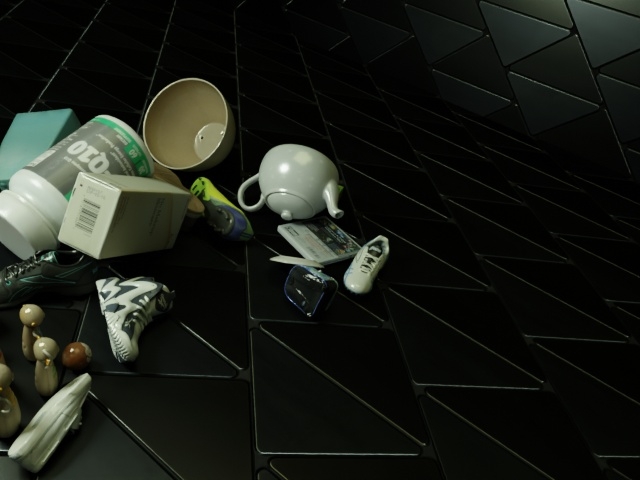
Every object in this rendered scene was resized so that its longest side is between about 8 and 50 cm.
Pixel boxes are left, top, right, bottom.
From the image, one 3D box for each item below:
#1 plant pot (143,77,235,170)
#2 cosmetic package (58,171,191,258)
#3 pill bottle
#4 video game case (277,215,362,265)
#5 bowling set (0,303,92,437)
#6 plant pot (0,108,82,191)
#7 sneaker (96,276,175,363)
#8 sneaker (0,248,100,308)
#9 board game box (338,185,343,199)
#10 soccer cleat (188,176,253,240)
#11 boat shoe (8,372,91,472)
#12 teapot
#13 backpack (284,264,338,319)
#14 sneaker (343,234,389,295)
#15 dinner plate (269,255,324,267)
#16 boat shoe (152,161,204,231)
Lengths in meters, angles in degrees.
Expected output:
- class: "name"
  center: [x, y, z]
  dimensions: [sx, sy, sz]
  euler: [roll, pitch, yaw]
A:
- class: "plant pot"
  center: [-0.380, -0.337, 1.805]
  dimensions: [0.284, 0.284, 0.191]
  euler: [27, 0, 19]
- class: "cosmetic package"
  center: [-0.438, -0.060, 1.325]
  dimensions: [0.113, 0.160, 0.309]
  euler: [24, 10, 13]
- class: "pill bottle"
  center: [-0.588, -0.122, 1.361]
  dimensions: [0.204, 0.204, 0.361]
  euler: [26, 54, 17]
- class: "video game case"
  center: [0.000, 0.000, 1.629]
  dimensions: [0.173, 0.022, 0.190]
  euler: [-14, 41, -35]
- class: "bowling set"
  center: [-0.524, 0.184, 1.035]
  dimensions: [0.200, 0.154, 0.287]
  euler: [-17, 45, -38]
- class: "plant pot"
  center: [-0.726, -0.199, 1.500]
  dimensions: [0.165, 0.165, 0.234]
  euler: [-3, 49, 10]
- class: "sneaker"
  center: [-0.370, 0.149, 1.199]
  dimensions: [0.153, 0.094, 0.235]
  euler: [-14, 31, -23]
- class: "sneaker"
  center: [-0.613, 0.067, 1.223]
  dimensions: [0.267, 0.106, 0.101]
  euler: [-10, 42, -30]
- class: "board game box"
  center: [-0.027, -0.165, 1.844]
  dimensions: [0.181, 0.043, 0.092]
  euler: [19, 34, 9]
- class: "soccer cleat"
  center: [-0.284, -0.083, 1.611]
  dimensions: [0.121, 0.093, 0.289]
  euler: [26, 13, -45]
- class: "boat shoe"
  center: [-0.440, 0.306, 0.974]
  dimensions: [0.063, 0.066, 0.184]
  euler: [55, 25, -19]
- class: "teapot"
  center: [-0.080, -0.144, 1.665]
  dimensions: [0.252, 0.256, 0.187]
  euler: [26, 65, -19]
- class: "backpack"
  center: [-0.023, 0.117, 1.377]
  dimensions: [0.114, 0.105, 0.084]
  euler: [34, 15, 31]
- class: "sneaker"
  center: [0.124, 0.063, 1.525]
  dimensions: [0.085, 0.086, 0.237]
  euler: [22, 35, 9]
- class: "dinner plate"
  center: [-0.058, 0.052, 1.464]
  dimensions: [0.141, 0.017, 0.141]
  euler: [9, -2, 0]
- class: "boat shoe"
  center: [-0.429, -0.128, 1.592]
  dimensions: [0.285, 0.092, 0.103]
  euler: [41, 19, 30]
